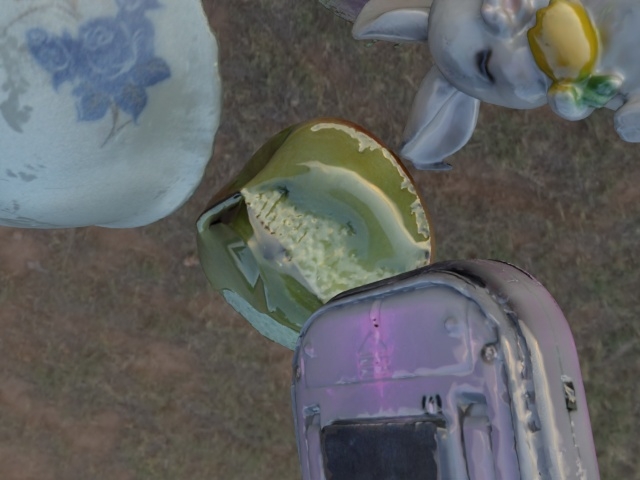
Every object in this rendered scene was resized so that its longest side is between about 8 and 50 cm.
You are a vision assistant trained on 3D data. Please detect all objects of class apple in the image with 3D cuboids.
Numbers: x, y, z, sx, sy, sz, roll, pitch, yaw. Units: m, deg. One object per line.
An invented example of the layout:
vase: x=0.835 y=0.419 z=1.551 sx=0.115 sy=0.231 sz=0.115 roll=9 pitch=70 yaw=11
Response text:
apple: x=0.000 y=0.000 z=0.790 sx=0.207 sy=0.174 sz=0.188 roll=-42 pitch=100 yaw=17

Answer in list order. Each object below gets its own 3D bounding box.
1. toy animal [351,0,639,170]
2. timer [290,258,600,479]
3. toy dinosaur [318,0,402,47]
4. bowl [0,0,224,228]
toy animal: x=0.189 y=-0.166 z=0.737 sx=0.325 sy=0.154 sz=0.209 roll=-14 pitch=100 yaw=44
timer: x=0.058 y=0.113 z=0.509 sx=0.069 sy=0.191 sz=0.208 roll=2 pitch=165 yaw=-37
toy dinosaur: x=0.114 y=-0.340 z=1.206 sx=0.327 sy=0.113 sz=0.207 roll=-10 pitch=159 yaw=-2
bowl: x=-0.222 y=-0.116 z=0.532 sx=0.313 sy=0.146 sz=0.314 roll=20 pitch=129 yaw=27
